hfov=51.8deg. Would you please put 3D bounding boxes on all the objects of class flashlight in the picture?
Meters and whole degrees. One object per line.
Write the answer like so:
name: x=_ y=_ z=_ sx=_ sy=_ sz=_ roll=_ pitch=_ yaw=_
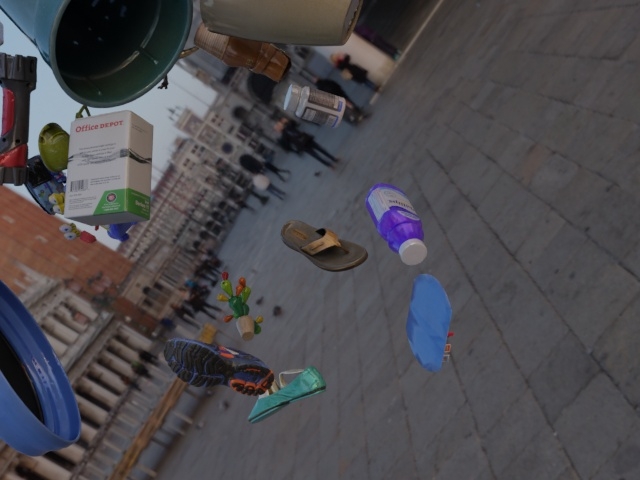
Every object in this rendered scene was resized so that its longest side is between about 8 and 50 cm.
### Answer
flashlight: x=-0.738 y=-0.284 z=1.553 sx=0.103 sy=0.103 sz=0.304 roll=-13 pitch=-69 yaw=-60

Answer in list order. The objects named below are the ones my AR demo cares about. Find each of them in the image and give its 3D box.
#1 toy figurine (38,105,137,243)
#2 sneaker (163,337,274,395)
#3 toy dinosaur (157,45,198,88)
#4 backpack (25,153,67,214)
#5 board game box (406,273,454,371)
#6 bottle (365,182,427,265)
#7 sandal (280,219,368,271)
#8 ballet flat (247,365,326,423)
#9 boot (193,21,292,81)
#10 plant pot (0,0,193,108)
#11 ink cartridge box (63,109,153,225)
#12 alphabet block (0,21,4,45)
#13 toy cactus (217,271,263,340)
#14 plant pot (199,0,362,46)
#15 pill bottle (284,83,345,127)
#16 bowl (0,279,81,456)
toy figurine: x=-0.516 y=-0.120 z=1.602 sx=0.191 sy=0.217 sz=0.363 roll=-47 pitch=-28 yaw=-37
sneaker: x=-0.201 y=0.241 z=1.281 sx=0.083 sy=0.221 sz=0.087 roll=-64 pitch=21 yaw=5
toy dinosaur: x=-0.451 y=-0.456 z=1.723 sx=0.064 sy=0.268 sz=0.118 roll=-84 pitch=-4 yaw=-78
backpack: x=-0.801 y=-0.166 z=1.933 sx=0.116 sy=0.173 sz=0.158 roll=-32 pitch=16 yaw=-12
board game box: x=0.199 y=0.140 z=1.146 sx=0.133 sy=0.033 sz=0.169 roll=-131 pitch=43 yaw=-60
bottle: x=0.199 y=-0.043 z=1.691 sx=0.092 sy=0.118 sz=0.283 roll=-61 pitch=24 yaw=26
sandal: x=0.000 y=0.000 z=1.399 sx=0.090 sy=0.219 sz=0.060 roll=-41 pitch=-38 yaw=-27
ballet flat: x=-0.093 y=0.377 z=1.647 sx=0.247 sy=0.087 sz=0.083 roll=-31 pitch=-18 yaw=26
boot: x=-0.164 y=-0.479 z=1.586 sx=0.283 sy=0.220 sz=0.109 roll=-80 pitch=16 yaw=-63
plant pot: x=-0.507 y=-0.511 z=1.377 sx=0.341 sy=0.334 sz=0.341 roll=-43 pitch=-21 yaw=-21
ink cartridge box: x=-0.425 y=-0.143 z=1.331 sx=0.087 sy=0.153 sz=0.209 roll=28 pitch=-120 yaw=-67
alphabet block: x=-1.082 y=-0.628 z=1.949 sx=0.197 sy=0.192 sz=0.193 roll=-34 pitch=39 yaw=1
toy cactus: x=-0.223 y=0.206 z=1.820 sx=0.112 sy=0.219 sz=0.180 roll=-17 pitch=35 yaw=-4
plant pot: x=-0.060 y=-0.499 z=1.321 sx=0.256 sy=0.274 sz=0.257 roll=22 pitch=-90 yaw=-82
pill bottle: x=-0.015 y=-0.329 z=1.604 sx=0.078 sy=0.137 sz=0.078 roll=-165 pitch=90 yaw=-76
bowl: x=-0.599 y=0.236 z=1.271 sx=0.077 sy=0.391 sz=0.391 roll=-30 pitch=4 yaw=-11
